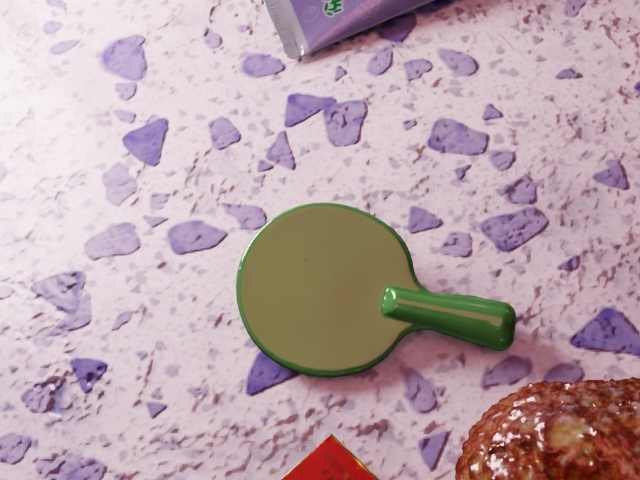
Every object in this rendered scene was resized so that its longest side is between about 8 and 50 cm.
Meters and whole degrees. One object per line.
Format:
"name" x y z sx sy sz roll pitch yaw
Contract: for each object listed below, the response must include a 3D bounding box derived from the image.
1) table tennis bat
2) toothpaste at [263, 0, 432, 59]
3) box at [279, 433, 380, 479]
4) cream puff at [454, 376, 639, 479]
"table tennis bat" 0.048 0.053 0.877 0.257 0.039 0.161 12 78 10
"toothpaste" 0.118 -0.312 1.104 0.371 0.080 0.125 -21 60 2
"box" -0.007 0.233 0.790 0.133 0.023 0.090 -38 59 -17
"cream puff" 0.214 0.203 0.703 0.240 0.164 0.240 -1 54 1
